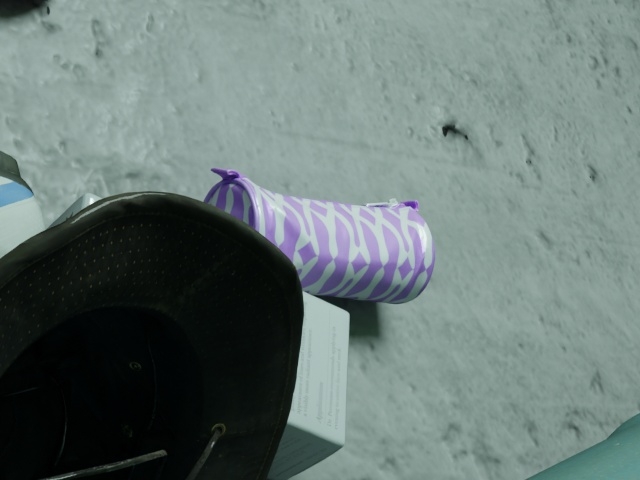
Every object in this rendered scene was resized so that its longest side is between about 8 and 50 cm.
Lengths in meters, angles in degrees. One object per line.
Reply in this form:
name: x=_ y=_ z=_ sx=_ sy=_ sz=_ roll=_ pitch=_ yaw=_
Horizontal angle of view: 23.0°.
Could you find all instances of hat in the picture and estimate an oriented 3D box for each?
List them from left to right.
hat: x=-0.160 y=0.103 z=0.915 sx=0.331 sy=0.331 sz=0.134 roll=0 pitch=27 yaw=-44

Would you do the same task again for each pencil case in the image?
pencil case: x=0.000 y=0.000 z=1.220 sx=0.206 sy=0.086 sz=0.088 roll=7 pitch=94 yaw=-43

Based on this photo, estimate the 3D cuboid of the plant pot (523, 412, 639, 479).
plant pot: x=0.235 y=0.279 z=1.105 sx=0.334 sy=0.341 sz=0.341 roll=-10 pitch=72 yaw=-39

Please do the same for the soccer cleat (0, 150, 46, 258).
soccer cleat: x=-0.299 y=0.000 z=0.911 sx=0.331 sy=0.116 sz=0.143 roll=9 pitch=59 yaw=-40

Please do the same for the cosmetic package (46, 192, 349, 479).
cosmetic package: x=-0.092 y=0.072 z=1.090 sx=0.231 sy=0.085 sz=0.117 roll=26 pitch=48 yaw=-28
